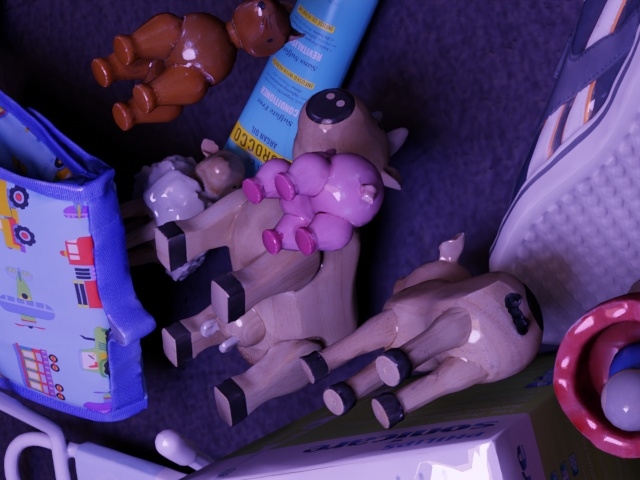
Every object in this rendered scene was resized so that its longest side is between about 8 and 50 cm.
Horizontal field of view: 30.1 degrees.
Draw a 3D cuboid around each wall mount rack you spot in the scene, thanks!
[{"bbox_3d":[-0.149,0.213,0.904,0.350,0.130,0.304,11,121,26],"label":"wall mount rack"}]

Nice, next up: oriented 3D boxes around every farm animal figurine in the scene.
[{"bbox_3d":[0.000,0.000,0.789,0.330,0.172,0.327,52,149,21],"label":"farm animal figurine"}]

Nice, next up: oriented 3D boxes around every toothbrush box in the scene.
[{"bbox_3d":[0.070,0.157,0.733,0.206,0.283,0.122,-14,88,27],"label":"toothbrush box"}]

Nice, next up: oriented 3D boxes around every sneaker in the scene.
[{"bbox_3d":[0.201,-0.074,0.743,0.126,0.127,0.321,17,130,-10],"label":"sneaker"}]

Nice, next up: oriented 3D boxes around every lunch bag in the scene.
[{"bbox_3d":[-0.241,0.007,0.896,0.293,0.138,0.221,27,133,30],"label":"lunch bag"}]

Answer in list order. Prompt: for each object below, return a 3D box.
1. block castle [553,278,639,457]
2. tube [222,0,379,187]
[{"bbox_3d":[0.348,0.170,0.601,0.303,0.213,0.453,-32,88,25],"label":"block castle"},{"bbox_3d":[-0.020,-0.106,0.891,0.080,0.052,0.207,39,119,25],"label":"tube"}]
